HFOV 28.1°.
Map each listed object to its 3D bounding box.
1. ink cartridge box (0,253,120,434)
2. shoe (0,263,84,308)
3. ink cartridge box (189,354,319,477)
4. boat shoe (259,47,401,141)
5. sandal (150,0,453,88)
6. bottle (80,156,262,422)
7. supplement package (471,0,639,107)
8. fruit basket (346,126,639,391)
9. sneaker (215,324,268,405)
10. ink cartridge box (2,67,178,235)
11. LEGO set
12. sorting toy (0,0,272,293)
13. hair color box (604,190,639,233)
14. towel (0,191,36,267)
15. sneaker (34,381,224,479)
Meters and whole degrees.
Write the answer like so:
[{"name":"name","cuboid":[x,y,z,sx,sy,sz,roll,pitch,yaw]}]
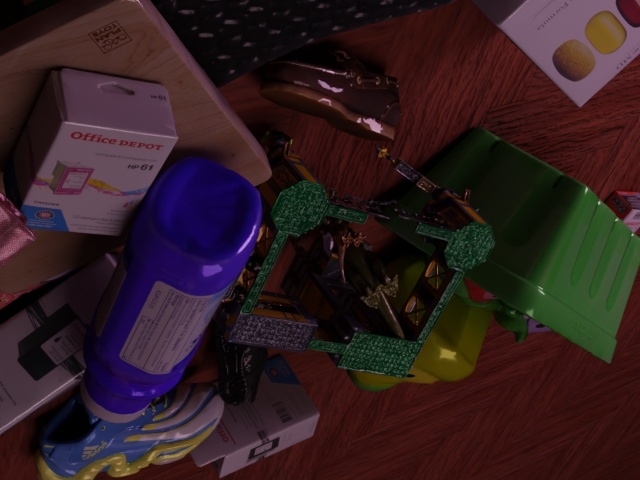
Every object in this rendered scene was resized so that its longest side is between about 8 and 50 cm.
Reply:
[{"name":"ink cartridge box","cuboid":[-0.260,0.103,1.248,0.208,0.087,0.153,-34,180,-4]},{"name":"shoe","cuboid":[-0.305,0.038,1.188,0.178,0.063,0.081,-14,149,-30]},{"name":"ink cartridge box","cuboid":[-0.106,0.232,1.651,0.180,0.104,0.060,-20,149,-26]},{"name":"boat shoe","cuboid":[0.013,-0.151,1.250,0.207,0.073,0.073,14,87,-59]},{"name":"sandal","cuboid":[-0.010,-0.246,1.058,0.445,0.107,0.167,-21,148,1]},{"name":"bottle","cuboid":[-0.136,0.056,1.061,0.283,0.092,0.118,-58,-173,46]},{"name":"supplement package","cuboid":[0.228,-0.253,1.252,0.139,0.134,0.244,-43,151,14]},{"name":"fruit basket","cuboid":[0.199,0.076,1.616,0.392,0.283,0.392,-35,143,-31]},{"name":"sneaker","cuboid":[-0.095,0.134,1.568,0.089,0.051,0.170,-55,153,-66]},{"name":"ink cartridge box","cuboid":[-0.168,-0.061,0.929,0.088,0.052,0.122,5,140,-30]},{"name":"LEGO set","cuboid":[0.000,0.000,1.381,0.331,0.192,0.255,4,119,-30]},{"name":"sorting toy","cuboid":[-0.208,-0.092,0.997,0.257,0.089,0.255,-24,147,10]},{"name":"hair color box","cuboid":[0.433,-0.011,1.940,0.072,0.043,0.141,1,136,-48]},{"name":"towel","cuboid":[-0.381,-0.044,0.836,0.237,0.037,0.329,-38,119,1]},{"name":"sneaker","cuboid":[-0.224,0.216,1.511,0.240,0.091,0.126,-25,149,-18]}]
